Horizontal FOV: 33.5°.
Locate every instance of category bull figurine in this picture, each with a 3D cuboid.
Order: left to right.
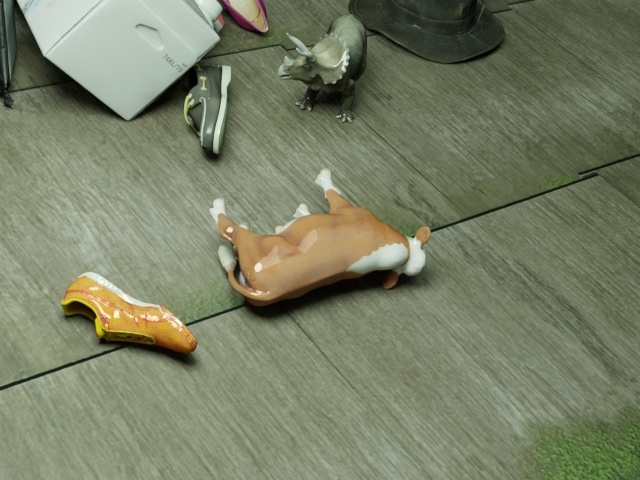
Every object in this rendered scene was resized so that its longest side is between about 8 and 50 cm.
[{"bbox_3d":[0.000,0.000,1.441,0.310,0.101,0.188,-14,44,-36],"label":"bull figurine"}]

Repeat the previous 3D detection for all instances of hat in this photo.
[{"bbox_3d":[0.227,-0.483,2.072,0.331,0.134,0.331,11,40,-9],"label":"hat"}]

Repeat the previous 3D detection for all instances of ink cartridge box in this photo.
[{"bbox_3d":[-0.322,-0.365,1.618,0.198,0.197,0.270,40,13,-50],"label":"ink cartridge box"}]

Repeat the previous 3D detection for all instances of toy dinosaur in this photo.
[{"bbox_3d":[0.035,-0.304,1.764,0.121,0.160,0.313,25,40,9],"label":"toy dinosaur"}]

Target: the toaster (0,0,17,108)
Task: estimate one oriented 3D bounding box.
[{"bbox_3d":[-0.531,-0.301,1.552,0.168,0.186,0.110,2,38,-6],"label":"toaster"}]

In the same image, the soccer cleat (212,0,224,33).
[{"bbox_3d":[-0.287,-0.453,1.886,0.108,0.116,0.318,-48,49,-7],"label":"soccer cleat"}]

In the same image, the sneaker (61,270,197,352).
[{"bbox_3d":[-0.229,0.101,1.279,0.175,0.064,0.067,22,59,13],"label":"sneaker"}]

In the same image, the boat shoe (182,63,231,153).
[{"bbox_3d":[-0.177,-0.203,1.635,0.068,0.081,0.228,8,33,-8],"label":"boat shoe"}]

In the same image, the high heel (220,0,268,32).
[{"bbox_3d":[-0.168,-0.460,1.843,0.082,0.244,0.117,-38,50,-8],"label":"high heel"}]

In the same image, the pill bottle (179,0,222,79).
[{"bbox_3d":[-0.221,-0.335,1.719,0.078,0.078,0.137,30,82,16],"label":"pill bottle"}]
